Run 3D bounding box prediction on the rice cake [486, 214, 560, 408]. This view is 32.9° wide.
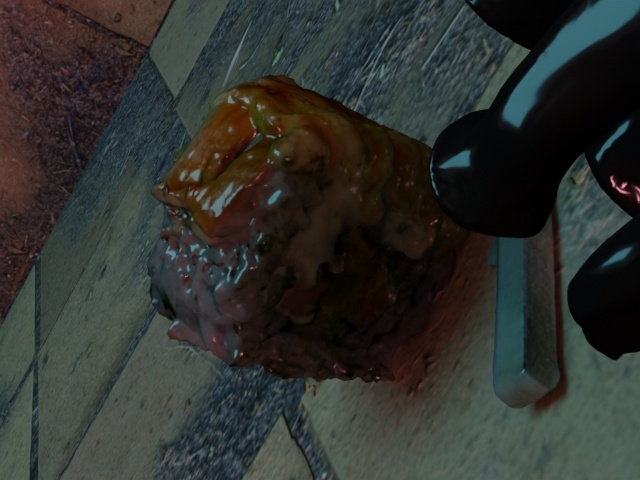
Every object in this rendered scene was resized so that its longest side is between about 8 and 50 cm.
[{"bbox_3d":[0.123,0.022,0.669,0.042,0.030,0.180,-45,27,43],"label":"rice cake"}]

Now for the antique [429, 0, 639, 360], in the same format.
[{"bbox_3d":[0.188,-0.127,0.485,0.255,0.185,0.322,-38,29,50],"label":"antique"}]

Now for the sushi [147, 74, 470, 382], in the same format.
[{"bbox_3d":[0.000,0.000,0.751,0.139,0.274,0.184,34,102,41],"label":"sushi"}]
